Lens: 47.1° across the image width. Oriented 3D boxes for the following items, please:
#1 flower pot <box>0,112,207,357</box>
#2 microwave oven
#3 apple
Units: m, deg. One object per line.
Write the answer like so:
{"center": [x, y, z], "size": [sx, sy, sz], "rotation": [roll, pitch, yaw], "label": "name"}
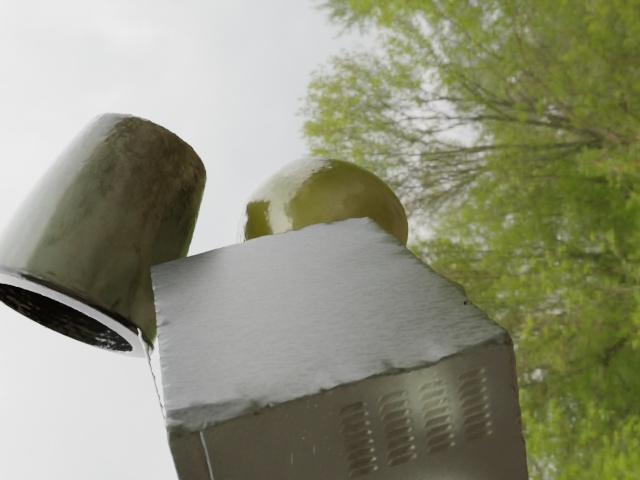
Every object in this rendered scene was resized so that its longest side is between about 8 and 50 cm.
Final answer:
{"center": [-0.341, -0.018, 1.177], "size": [0.293, 0.293, 0.330], "rotation": [49, -125, -49], "label": "flower pot"}
{"center": [-0.001, 0.162, 0.830], "size": [0.432, 0.374, 0.236], "rotation": [-132, 30, -68], "label": "microwave oven"}
{"center": [0.000, 0.000, 1.236], "size": [0.292, 0.254, 0.292], "rotation": [-45, -25, -27], "label": "apple"}
